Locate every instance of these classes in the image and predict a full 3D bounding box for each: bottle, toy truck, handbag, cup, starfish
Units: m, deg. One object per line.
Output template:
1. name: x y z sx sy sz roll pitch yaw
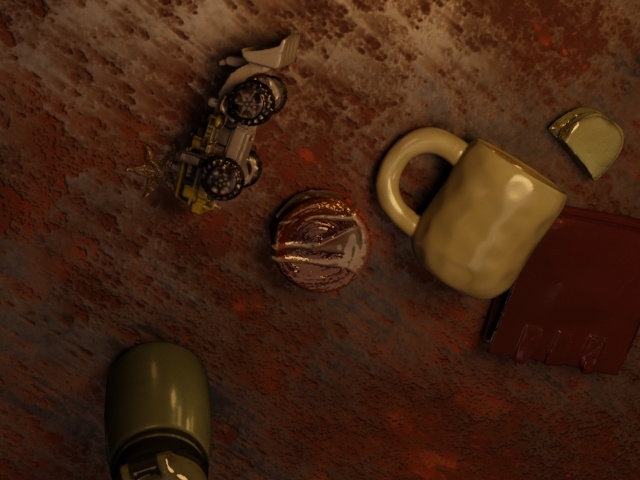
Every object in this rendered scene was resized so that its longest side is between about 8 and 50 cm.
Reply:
1. bottle: -0.238 0.301 1.431 0.168 0.347 0.169 -4 116 -8
2. toy truck: -0.120 -0.170 1.368 0.111 0.136 0.286 25 107 2
3. handbag: 0.419 0.083 1.601 0.259 0.084 0.276 8 112 -14
4. cup: 0.215 -0.045 1.456 0.255 0.173 0.202 26 105 -20
5. starfish: -0.237 -0.101 1.438 0.086 0.016 0.092 34 101 -24

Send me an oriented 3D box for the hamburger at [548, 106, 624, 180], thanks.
1. hamburger: 0.424 -0.159 1.514 0.084 0.054 0.121 -42 117 5

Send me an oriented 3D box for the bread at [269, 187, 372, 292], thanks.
1. bread: 0.000 0.000 1.493 0.160 0.073 0.161 -3 110 -8
